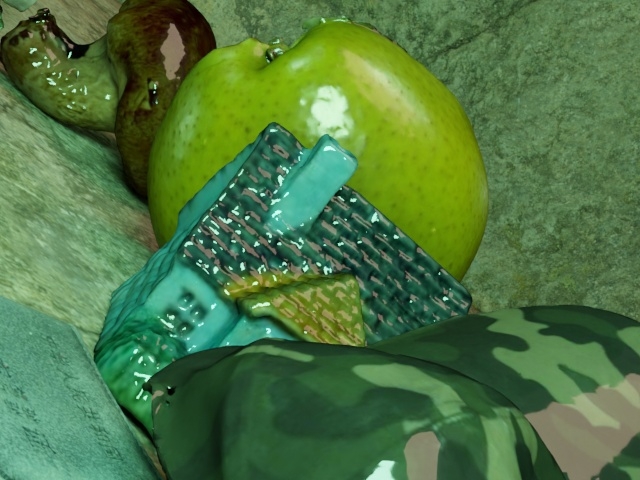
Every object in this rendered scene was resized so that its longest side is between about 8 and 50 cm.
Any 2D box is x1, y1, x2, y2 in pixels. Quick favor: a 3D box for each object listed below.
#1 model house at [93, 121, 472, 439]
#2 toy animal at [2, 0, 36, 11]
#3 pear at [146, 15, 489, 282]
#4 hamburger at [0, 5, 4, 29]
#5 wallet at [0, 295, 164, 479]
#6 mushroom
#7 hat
[{"bbox_3d":[-0.003,0.069,0.868,0.261,0.241,0.226,40,7,-15],"label":"model house"},{"bbox_3d":[-0.295,-0.303,0.938,0.212,0.124,0.124,44,7,-30],"label":"toy animal"},{"bbox_3d":[0.000,0.000,1.061,0.191,0.340,0.386,-94,168,-49],"label":"pear"},{"bbox_3d":[-0.411,-0.249,0.958,0.211,0.132,0.309,33,14,-47],"label":"hamburger"},{"bbox_3d":[-0.172,0.097,0.646,0.167,0.036,0.222,32,13,-47],"label":"wallet"},{"bbox_3d":[-0.216,-0.175,1.322,0.254,0.267,0.267,8,-8,28],"label":"mushroom"},{"bbox_3d":[0.107,0.123,0.637,0.366,0.381,0.257,45,-26,23],"label":"hat"}]
